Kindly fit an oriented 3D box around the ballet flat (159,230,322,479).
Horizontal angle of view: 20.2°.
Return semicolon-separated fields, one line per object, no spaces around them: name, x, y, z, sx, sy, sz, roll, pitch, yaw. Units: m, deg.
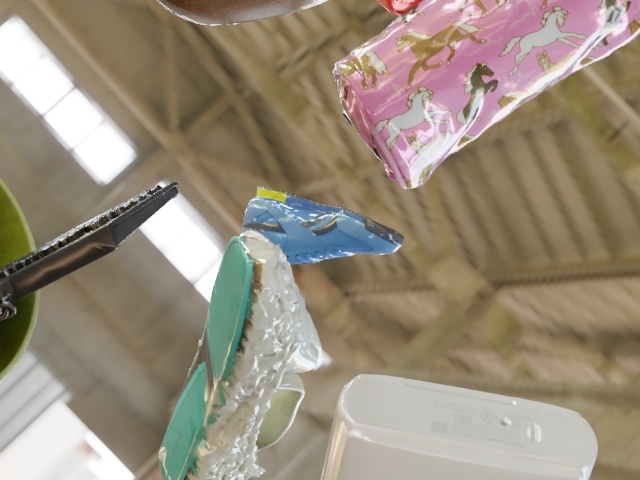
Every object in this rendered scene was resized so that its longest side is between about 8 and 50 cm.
ballet flat;-0.074;0.136;1.968;0.147;0.147;0.409;42;-42;18

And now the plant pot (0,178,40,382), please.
plant pot;-0.479;0.057;1.812;0.293;0.275;0.275;-18;-61;45

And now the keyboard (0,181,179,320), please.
keyboard;-0.281;0.036;1.659;0.317;0.201;0.033;-26;-77;41

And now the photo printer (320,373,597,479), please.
photo printer;0.120;0.286;1.812;0.256;0.107;0.307;11;-50;-1

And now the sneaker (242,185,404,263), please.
sneaker;0.000;0.000;1.968;0.209;0.082;0.069;15;-8;37

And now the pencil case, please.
pencil case;0.203;-0.215;1.902;0.160;0.386;0.167;56;0;9

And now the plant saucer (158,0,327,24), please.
plant saucer;-0.045;-0.217;1.506;0.198;0.199;0.036;23;-49;59

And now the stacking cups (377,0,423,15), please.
stacking cups;0.018;-0.365;2.068;0.316;0.096;0.096;44;-12;33
